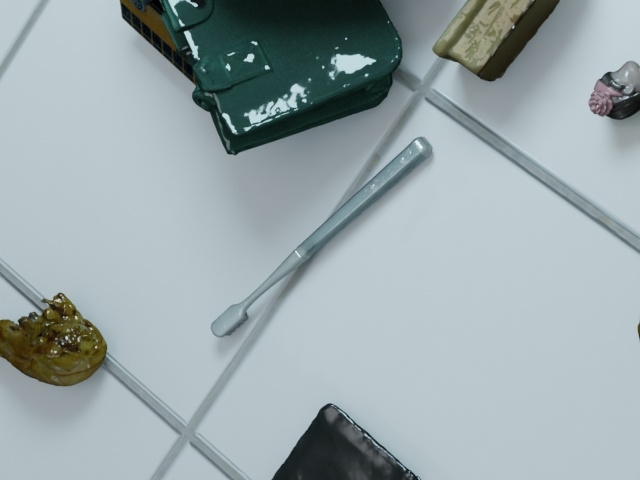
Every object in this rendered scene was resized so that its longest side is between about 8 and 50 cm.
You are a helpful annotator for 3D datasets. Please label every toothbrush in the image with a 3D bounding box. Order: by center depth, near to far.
[{"bbox_3d":[-0.001,0.000,1.705,0.342,0.030,0.025,-43,73,15],"label":"toothbrush"}]

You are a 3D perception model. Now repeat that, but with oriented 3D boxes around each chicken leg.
[{"bbox_3d":[-0.361,0.120,1.822,0.208,0.085,0.101,8,124,30],"label":"chicken leg"}]

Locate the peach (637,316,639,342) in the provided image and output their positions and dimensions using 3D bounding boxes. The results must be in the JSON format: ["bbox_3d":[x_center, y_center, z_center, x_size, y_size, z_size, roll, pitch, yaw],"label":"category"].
[{"bbox_3d":[0.470,0.039,1.369,0.314,0.281,0.315,34,121,-9],"label":"peach"}]

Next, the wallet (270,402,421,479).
[{"bbox_3d":[-0.017,0.337,1.692,0.146,0.030,0.285,39,103,17],"label":"wallet"}]

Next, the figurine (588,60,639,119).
[{"bbox_3d":[0.345,-0.170,1.546,0.129,0.072,0.054,-29,98,24],"label":"figurine"}]

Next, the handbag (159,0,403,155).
[{"bbox_3d":[-0.069,-0.279,1.659,0.239,0.089,0.326,-22,78,-16],"label":"handbag"}]

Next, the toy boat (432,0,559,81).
[{"bbox_3d":[0.211,-0.258,1.589,0.061,0.116,0.188,41,105,15],"label":"toy boat"}]

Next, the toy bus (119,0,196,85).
[{"bbox_3d":[-0.153,-0.255,1.744,0.091,0.103,0.182,-39,69,-22],"label":"toy bus"}]
